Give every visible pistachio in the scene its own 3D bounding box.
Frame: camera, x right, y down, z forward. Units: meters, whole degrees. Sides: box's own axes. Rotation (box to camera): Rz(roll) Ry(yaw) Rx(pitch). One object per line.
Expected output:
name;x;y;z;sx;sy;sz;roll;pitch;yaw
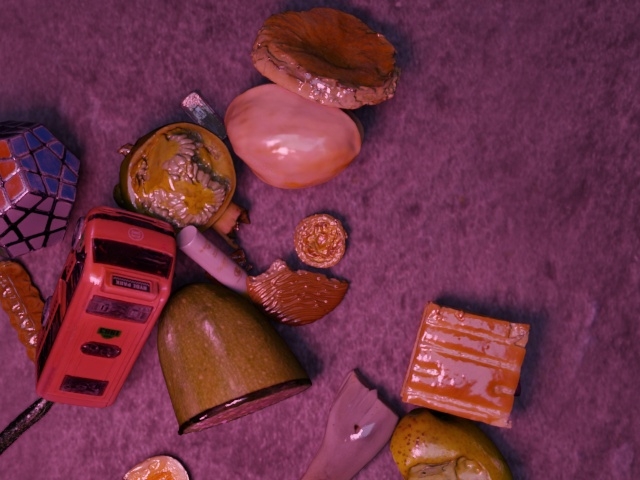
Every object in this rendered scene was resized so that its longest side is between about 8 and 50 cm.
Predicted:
pistachio;-0.061;-0.232;1.670;0.309;0.230;0.229;6;88;4

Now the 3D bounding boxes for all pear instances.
pear;0.286;0.481;1.652;0.239;0.164;0.255;-19;97;3

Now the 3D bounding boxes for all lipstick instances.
lipstick;-0.216;0.060;1.666;0.059;0.264;0.059;-20;48;24

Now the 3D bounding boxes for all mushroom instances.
mushroom;0.047;0.471;1.712;0.159;0.122;0.328;33;88;39

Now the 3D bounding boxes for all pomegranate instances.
pomegranate;-0.292;-0.110;1.681;0.260;0.260;0.341;-45;116;0
pomegranate;-0.444;-0.099;1.757;0.073;0.073;0.084;-24;96;1

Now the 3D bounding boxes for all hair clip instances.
hair clip;-0.270;-0.288;1.780;0.054;0.022;0.137;-41;88;1

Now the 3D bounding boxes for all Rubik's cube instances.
Rubik's cube;-0.685;-0.115;1.665;0.264;0.319;0.318;-25;87;26

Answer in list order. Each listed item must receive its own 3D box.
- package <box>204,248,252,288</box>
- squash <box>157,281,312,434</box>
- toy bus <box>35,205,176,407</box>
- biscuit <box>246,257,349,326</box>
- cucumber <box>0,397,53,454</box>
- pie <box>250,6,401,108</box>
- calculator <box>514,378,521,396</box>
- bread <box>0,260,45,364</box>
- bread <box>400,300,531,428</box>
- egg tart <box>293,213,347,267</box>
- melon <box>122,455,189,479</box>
package;-0.211;0.075;1.761;0.111;0.033;0.077;-39;97;5
squash;-0.210;0.229;1.657;0.311;0.310;0.308;-21;74;1
toy bus;-0.455;0.147;1.576;0.203;0.233;0.426;15;127;-26
biscuit;-0.046;0.113;1.715;0.229;0.031;0.176;-19;114;-11
cucumber;-0.712;0.442;1.760;0.257;0.043;0.044;-42;92;-1
pie;0.020;-0.406;1.661;0.340;0.083;0.339;9;44;-9
calculator;0.360;0.309;1.737;0.191;0.034;0.126;-8;89;3
bread;-0.657;0.210;1.749;0.084;0.077;0.367;-29;87;2
bread;0.324;0.269;1.671;0.246;0.111;0.239;15;92;8
egg tart;0.000;0.000;1.751;0.129;0.049;0.128;0;90;7
melon;-0.364;0.563;1.734;0.160;0.079;0.128;40;72;3
